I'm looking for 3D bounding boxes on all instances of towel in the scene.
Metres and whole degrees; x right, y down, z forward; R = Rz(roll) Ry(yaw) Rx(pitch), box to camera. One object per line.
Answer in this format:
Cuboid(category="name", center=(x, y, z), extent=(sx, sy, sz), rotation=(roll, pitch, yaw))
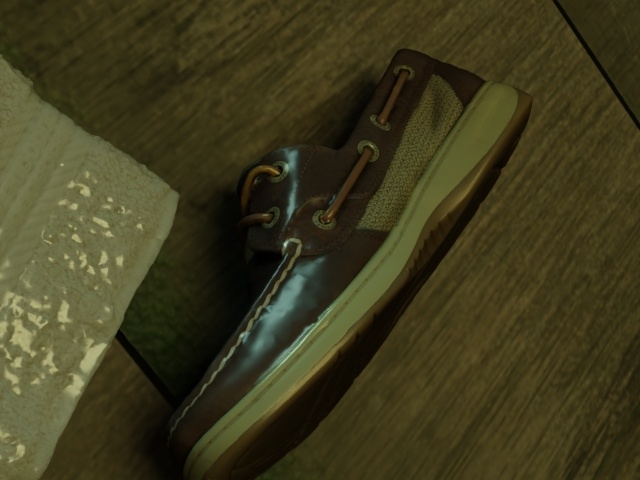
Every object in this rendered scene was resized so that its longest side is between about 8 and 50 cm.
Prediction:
Cuboid(category="towel", center=(-0.197, 0.028, 0.619), extent=(0.187, 0.049, 0.282), rotation=(39, 55, -23))

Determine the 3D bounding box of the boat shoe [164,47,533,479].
Cuboid(category="boat shoe", center=(0.000, 0.000, 0.756), extent=(0.123, 0.123, 0.342), rotation=(33, 59, 10))
